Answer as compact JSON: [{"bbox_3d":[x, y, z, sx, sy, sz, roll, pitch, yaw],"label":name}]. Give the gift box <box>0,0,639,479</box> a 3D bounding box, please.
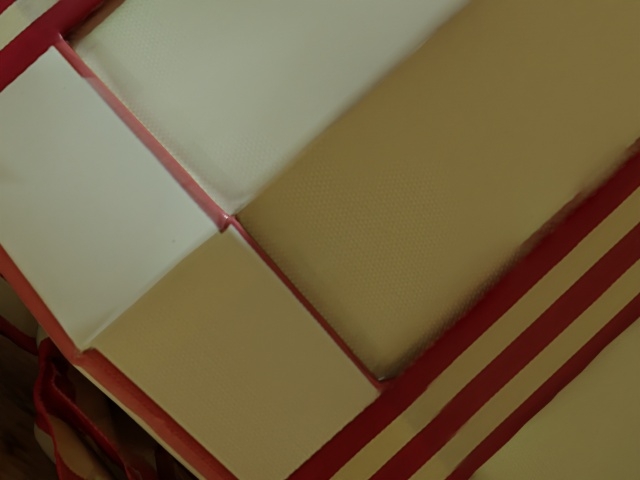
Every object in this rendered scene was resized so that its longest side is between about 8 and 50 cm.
[{"bbox_3d":[0.020,-0.022,0.578,0.255,0.258,0.276,46,-4,47],"label":"gift box"}]
